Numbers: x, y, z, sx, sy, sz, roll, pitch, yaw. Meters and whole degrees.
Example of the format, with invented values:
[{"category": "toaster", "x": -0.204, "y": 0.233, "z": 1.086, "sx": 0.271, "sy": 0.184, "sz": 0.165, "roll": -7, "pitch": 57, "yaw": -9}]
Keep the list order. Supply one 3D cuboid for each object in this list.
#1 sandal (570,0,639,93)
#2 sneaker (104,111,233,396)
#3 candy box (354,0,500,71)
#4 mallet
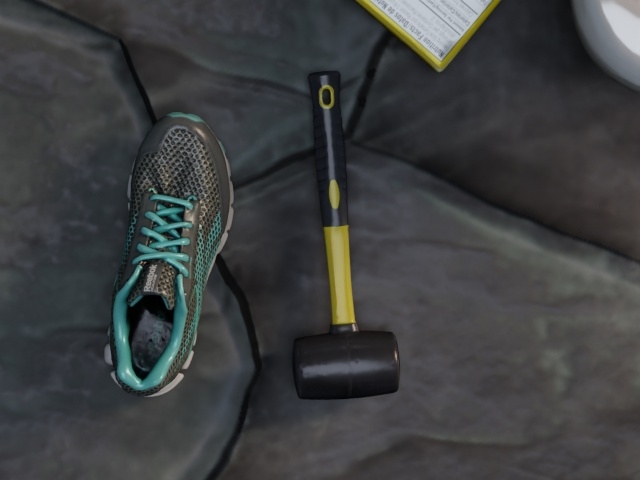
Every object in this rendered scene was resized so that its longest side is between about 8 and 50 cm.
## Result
[{"category": "sandal", "x": 0.208, "y": -0.271, "z": 0.795, "sx": 0.169, "sy": 0.102, "sz": 0.416, "roll": 18, "pitch": 81, "yaw": -1}, {"category": "sneaker", "x": -0.085, "y": 0.012, "z": 0.834, "sx": 0.065, "sy": 0.076, "sz": 0.166, "roll": 7, "pitch": 96, "yaw": -3}, {"category": "candy box", "x": 0.023, "y": -0.200, "z": 0.836, "sx": 0.206, "sy": 0.027, "sz": 0.105, "roll": 40, "pitch": 97, "yaw": -5}, {"category": "mallet", "x": 0.000, "y": 0.000, "z": 0.858, "sx": 0.062, "sy": 0.039, "sz": 0.190, "roll": -12, "pitch": 93, "yaw": -4}]
